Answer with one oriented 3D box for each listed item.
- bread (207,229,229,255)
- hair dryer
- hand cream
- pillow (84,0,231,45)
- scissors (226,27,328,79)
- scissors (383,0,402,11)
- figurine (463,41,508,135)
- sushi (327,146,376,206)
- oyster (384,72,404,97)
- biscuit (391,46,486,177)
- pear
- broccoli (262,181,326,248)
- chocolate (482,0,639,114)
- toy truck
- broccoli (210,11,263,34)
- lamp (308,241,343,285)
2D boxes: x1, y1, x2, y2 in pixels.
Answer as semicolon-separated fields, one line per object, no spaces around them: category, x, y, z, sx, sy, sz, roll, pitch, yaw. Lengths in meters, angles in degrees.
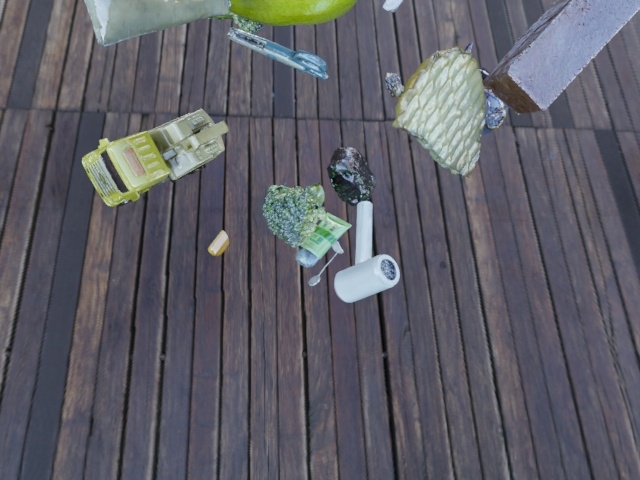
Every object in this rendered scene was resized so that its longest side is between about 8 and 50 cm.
bread;-0.376;0.013;1.830;0.049;0.062;0.103;43;98;30
hair dryer;0.104;0.008;1.038;0.073;0.131;0.236;28;52;-30
hand cream;0.000;0.000;1.378;0.095;0.046;0.175;30;73;35
pillow;-0.316;-0.504;0.930;0.302;0.184;0.075;-33;35;-32
scissors;-0.112;-0.493;1.266;0.289;0.138;0.041;22;93;3
scissors;0.122;-0.343;0.516;0.101;0.204;0.027;45;45;10
figurine;0.337;-0.330;1.145;0.265;0.175;0.197;-27;85;-42
sushi;0.107;-0.216;1.699;0.124;0.225;0.127;-2;53;30
oyster;0.224;-0.476;1.479;0.019;0.054;0.083;-35;100;-54
biscuit;0.222;-0.226;0.825;0.036;0.273;0.187;24;90;41
pear;-0.098;-0.618;1.125;0.318;0.238;0.342;-22;54;-13
broccoli;-0.078;-0.104;1.753;0.246;0.247;0.288;-25;32;-23
chocolate;0.447;-0.371;0.857;0.112;0.112;0.321;42;90;-11
toy truck;-0.461;-0.257;1.423;0.405;0.254;0.180;-39;106;-45
broccoli;-0.299;-0.683;1.397;0.304;0.145;0.165;-7;53;-5
lamp;0.013;0.090;1.853;0.198;0.050;0.056;-50;120;-23
